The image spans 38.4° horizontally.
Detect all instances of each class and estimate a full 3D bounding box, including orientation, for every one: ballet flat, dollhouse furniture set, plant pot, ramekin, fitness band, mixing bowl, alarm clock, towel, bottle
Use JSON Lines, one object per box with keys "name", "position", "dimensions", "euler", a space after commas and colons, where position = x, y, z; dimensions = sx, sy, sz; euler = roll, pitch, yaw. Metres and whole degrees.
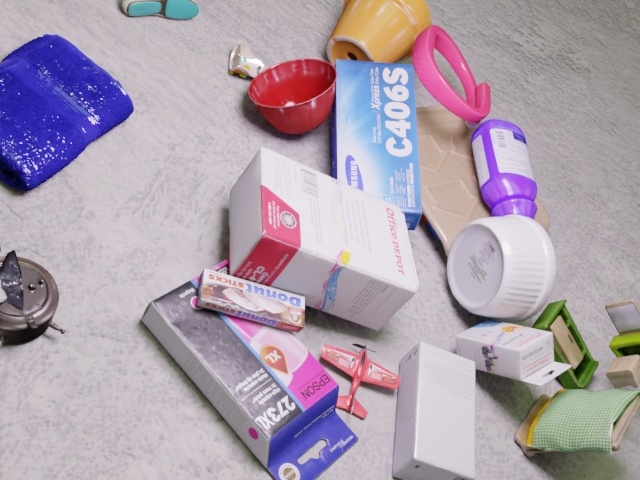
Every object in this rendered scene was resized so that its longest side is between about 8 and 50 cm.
{"name": "ballet flat", "position": [-0.333, -0.495, 1.909], "dimensions": [0.168, 0.057, 0.052], "euler": [-5, 48, -34]}
{"name": "dollhouse furniture set", "position": [0.466, 0.235, 1.651], "dimensions": [0.301, 0.197, 0.151], "euler": [-41, 106, -42]}
{"name": "plant pot", "position": [0.115, -0.459, 2.056], "dimensions": [0.205, 0.205, 0.188], "euler": [37, 60, 1]}
{"name": "ramekin", "position": [0.332, 0.050, 1.739], "dimensions": [0.109, 0.207, 0.207], "euler": [4, 53, -31]}
{"name": "fitness band", "position": [0.280, -0.354, 1.974], "dimensions": [0.209, 0.054, 0.291], "euler": [43, 29, -17]}
{"name": "mixing bowl", "position": [-0.046, -0.277, 1.843], "dimensions": [0.181, 0.098, 0.181], "euler": [-9, 39, 8]}
{"name": "alarm clock", "position": [-0.465, 0.069, 1.365], "dimensions": [0.129, 0.064, 0.192], "euler": [-17, 61, -38]}
{"name": "towel", "position": [-0.489, -0.234, 1.587], "dimensions": [0.227, 0.076, 0.308], "euler": [36, 45, 1]}
{"name": "bottle", "position": [0.385, -0.116, 1.892], "dimensions": [0.118, 0.092, 0.283], "euler": [13, 53, -26]}

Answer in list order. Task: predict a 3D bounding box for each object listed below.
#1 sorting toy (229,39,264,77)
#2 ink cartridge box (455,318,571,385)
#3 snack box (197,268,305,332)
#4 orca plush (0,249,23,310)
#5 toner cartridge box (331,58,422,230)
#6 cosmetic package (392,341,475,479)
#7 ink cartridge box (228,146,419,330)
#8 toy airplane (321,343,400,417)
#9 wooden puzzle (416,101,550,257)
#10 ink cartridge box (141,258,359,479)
{"name": "sorting toy", "position": [-0.149, -0.364, 1.919], "dimensions": [0.075, 0.045, 0.083], "euler": [20, 46, -25]}
{"name": "ink cartridge box", "position": [0.347, 0.198, 1.654], "dimensions": [0.104, 0.181, 0.062], "euler": [-20, 110, -40]}
{"name": "snack box", "position": [-0.110, 0.098, 1.487], "dimensions": [0.178, 0.022, 0.064], "euler": [17, 46, -19]}
{"name": "orca plush", "position": [-0.564, 0.066, 1.275], "dimensions": [0.287, 0.151, 0.102], "euler": [-21, 21, -13]}
{"name": "toner cartridge box", "position": [0.107, -0.193, 1.825], "dimensions": [0.165, 0.075, 0.348], "euler": [2, 64, -6]}
{"name": "cosmetic package", "position": [0.193, 0.297, 1.547], "dimensions": [0.117, 0.085, 0.231], "euler": [22, 48, -13]}
{"name": "ink cartridge box", "position": [0.000, 0.000, 1.601], "dimensions": [0.306, 0.131, 0.226], "euler": [23, 38, -25]}
{"name": "toy airplane", "position": [0.063, 0.238, 1.556], "dimensions": [0.151, 0.028, 0.151], "euler": [15, 48, -17]}
{"name": "wooden puzzle", "position": [0.291, -0.127, 1.961], "dimensions": [0.322, 0.080, 0.348], "euler": [-13, 67, -37]}
{"name": "ink cartridge box", "position": [-0.101, 0.210, 1.463], "dimensions": [0.371, 0.069, 0.176], "euler": [49, 45, 10]}
